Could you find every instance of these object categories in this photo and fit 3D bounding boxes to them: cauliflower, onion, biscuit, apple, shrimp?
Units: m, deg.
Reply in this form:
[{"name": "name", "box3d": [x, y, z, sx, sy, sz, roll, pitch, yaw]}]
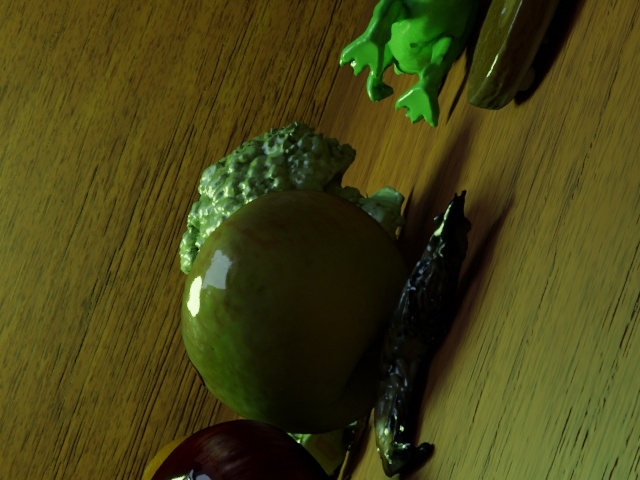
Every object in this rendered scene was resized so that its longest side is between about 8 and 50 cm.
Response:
[{"name": "cauliflower", "box3d": [-0.015, 0.014, 1.669, 0.327, 0.281, 0.260, 2, 72, 50]}, {"name": "onion", "box3d": [-0.051, 0.300, 1.326, 0.273, 0.285, 0.273, 4, 95, 51]}, {"name": "biscuit", "box3d": [0.195, -0.215, 1.346, 0.208, 0.049, 0.181, 116, 172, -47]}, {"name": "apple", "box3d": [-0.018, 0.074, 1.426, 0.261, 0.194, 0.261, -37, -35, -32]}, {"name": "shrimp", "box3d": [0.097, 0.097, 1.267, 0.198, 0.051, 0.262, -95, 22, -60]}]

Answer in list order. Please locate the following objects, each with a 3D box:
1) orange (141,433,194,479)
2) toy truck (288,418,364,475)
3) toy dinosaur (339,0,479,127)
[{"name": "orange", "box3d": [-0.159, 0.366, 1.984, 0.206, 0.206, 0.206, -160, 90, -84]}, {"name": "toy truck", "box3d": [0.010, 0.182, 1.574, 0.100, 0.077, 0.169, -18, 35, 43]}, {"name": "toy dinosaur", "box3d": [0.177, -0.343, 1.773, 0.500, 0.144, 0.374, -62, -2, 37]}]
